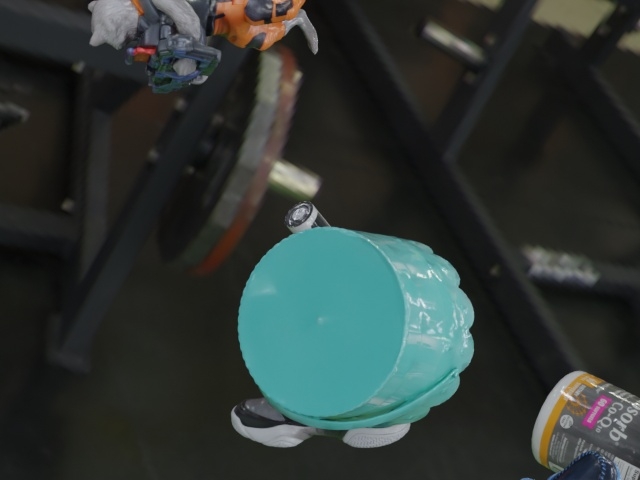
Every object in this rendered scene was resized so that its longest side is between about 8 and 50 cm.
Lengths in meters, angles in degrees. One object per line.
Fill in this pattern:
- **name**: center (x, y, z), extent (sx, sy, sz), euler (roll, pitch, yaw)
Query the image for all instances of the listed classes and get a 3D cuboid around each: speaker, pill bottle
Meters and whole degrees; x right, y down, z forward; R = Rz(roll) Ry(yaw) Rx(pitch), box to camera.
- **speaker**: center (0.000, 0.000, 2.524), extent (0.136, 0.055, 0.055), euler (51, 16, -36)
- **pill bottle**: center (0.471, 0.320, 2.372), extent (0.278, 0.162, 0.162), euler (25, 23, 30)

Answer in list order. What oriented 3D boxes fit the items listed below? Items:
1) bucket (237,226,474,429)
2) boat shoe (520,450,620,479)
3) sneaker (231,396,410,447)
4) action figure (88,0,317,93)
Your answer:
- **bucket**: center (0.039, 0.112, 2.035), extent (0.281, 0.281, 0.183), euler (48, 16, 25)
- **boat shoe**: center (0.261, 0.358, 1.898), extent (0.089, 0.258, 0.109), euler (37, -3, -29)
- **sneaker**: center (-0.008, 0.202, 2.204), extent (0.268, 0.153, 0.101), euler (-1, 18, 25)
- **action figure**: center (-0.155, -0.301, 2.132), extent (0.330, 0.341, 0.179), euler (-7, 88, -18)
